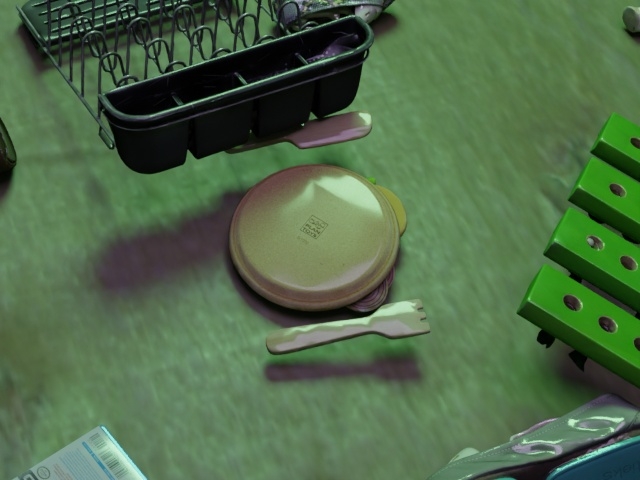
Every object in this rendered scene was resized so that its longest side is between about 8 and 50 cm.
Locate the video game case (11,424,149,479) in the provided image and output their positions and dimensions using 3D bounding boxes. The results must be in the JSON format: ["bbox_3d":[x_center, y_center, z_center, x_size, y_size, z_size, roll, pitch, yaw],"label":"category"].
[{"bbox_3d":[-0.165,0.196,0.788,0.166,0.015,0.119,-31,62,-27],"label":"video game case"}]

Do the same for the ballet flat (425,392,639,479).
[{"bbox_3d":[0.122,0.153,0.838,0.213,0.072,0.068,-16,28,-20],"label":"ballet flat"}]

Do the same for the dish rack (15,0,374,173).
[{"bbox_3d":[-0.110,-0.163,1.022,0.208,0.074,0.271,-20,46,-23],"label":"dish rack"}]

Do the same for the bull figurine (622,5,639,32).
[{"bbox_3d":[0.315,-0.289,1.179,0.188,0.101,0.310,-24,58,-21],"label":"bull figurine"}]

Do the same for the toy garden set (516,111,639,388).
[{"bbox_3d":[0.255,0.037,0.939,0.203,0.049,0.244,32,43,3],"label":"toy garden set"}]

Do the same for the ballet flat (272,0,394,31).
[{"bbox_3d":[0.017,-0.191,1.108,0.114,0.041,0.041,-8,53,-13],"label":"ballet flat"}]

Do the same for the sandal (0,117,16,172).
[{"bbox_3d":[-0.296,-0.128,0.999,0.060,0.090,0.219,-32,67,-3],"label":"sandal"}]

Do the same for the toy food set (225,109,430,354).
[{"bbox_3d":[0.000,0.000,0.956,0.132,0.038,0.192,-9,59,-6],"label":"toy food set"}]
